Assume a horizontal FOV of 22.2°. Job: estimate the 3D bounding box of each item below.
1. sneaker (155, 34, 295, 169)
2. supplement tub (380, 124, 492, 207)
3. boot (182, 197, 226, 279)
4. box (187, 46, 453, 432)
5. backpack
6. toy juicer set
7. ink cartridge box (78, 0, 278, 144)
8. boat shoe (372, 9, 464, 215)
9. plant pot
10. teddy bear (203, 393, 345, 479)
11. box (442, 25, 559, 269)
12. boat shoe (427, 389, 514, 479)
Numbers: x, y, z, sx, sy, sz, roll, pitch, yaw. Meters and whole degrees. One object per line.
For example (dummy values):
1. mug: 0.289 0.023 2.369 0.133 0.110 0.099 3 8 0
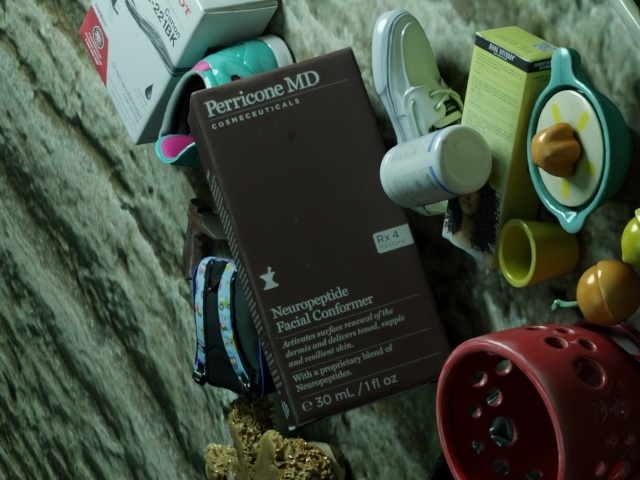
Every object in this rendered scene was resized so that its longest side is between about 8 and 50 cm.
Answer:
1. sneaker: -0.105 -0.090 1.954 0.124 0.178 0.295 0 101 55
2. supplement tub: 0.116 -0.074 1.641 0.107 0.071 0.071 -13 90 59
3. boot: -0.156 0.015 2.187 0.106 0.037 0.114 -128 43 -51
4. box: 0.000 0.000 1.798 0.143 0.191 0.381 121 131 -80
5. backpack: -0.090 0.100 2.052 0.158 0.117 0.173 7 107 54
6. toy juicer set: 0.256 -0.070 1.507 0.209 0.090 0.329 48 136 51
7. ink cartridge box: -0.184 -0.282 2.060 0.197 0.114 0.273 62 142 22
8. boat shoe: 0.119 -0.136 1.726 0.076 0.083 0.226 4 116 44
9. plant pot: 0.232 0.168 1.569 0.191 0.174 0.191 23 119 49
10. teddy bear: -0.057 0.319 2.110 0.245 0.113 0.338 68 153 25
11. box: 0.185 -0.093 1.651 0.087 0.058 0.232 35 127 44
12. boat shoe: 0.177 0.215 1.747 0.080 0.076 0.228 60 142 22
